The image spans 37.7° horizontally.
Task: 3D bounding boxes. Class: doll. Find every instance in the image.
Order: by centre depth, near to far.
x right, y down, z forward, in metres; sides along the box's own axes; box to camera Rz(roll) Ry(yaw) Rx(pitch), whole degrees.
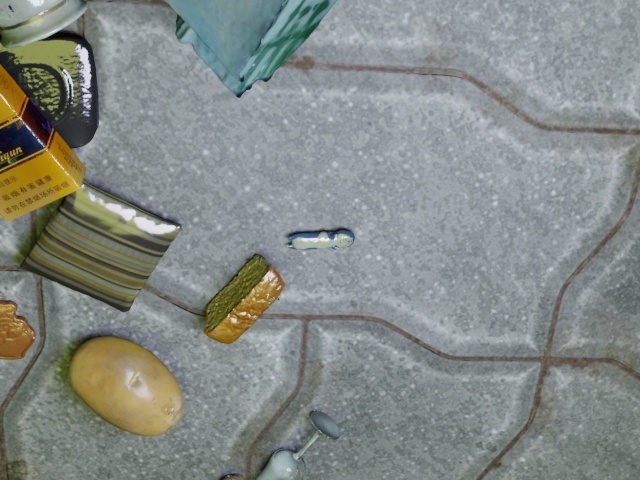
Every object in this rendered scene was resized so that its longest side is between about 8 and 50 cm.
[{"bbox_3d":[0.000,0.000,1.686,0.125,0.027,0.037,-5,126,-3],"label":"doll"}]

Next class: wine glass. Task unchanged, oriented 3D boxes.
[{"bbox_3d":[-0.048,0.436,1.889,0.079,0.079,0.195,31,110,-20],"label":"wine glass"}]

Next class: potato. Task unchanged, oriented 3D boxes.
[{"bbox_3d":[-0.358,0.272,1.742,0.234,0.146,0.150,40,78,-23],"label":"potato"}]

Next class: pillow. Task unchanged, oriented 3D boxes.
[{"bbox_3d":[-0.383,0.010,1.637,0.208,0.052,0.212,27,115,-22],"label":"pillow"}]

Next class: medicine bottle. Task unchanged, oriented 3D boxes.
[{"bbox_3d":[-0.433,-0.371,1.370,0.147,0.147,0.143,-21,120,6],"label":"medicine bottle"}]

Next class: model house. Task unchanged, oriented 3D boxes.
[{"bbox_3d":[-0.133,-0.437,1.352,0.329,0.252,0.295,41,133,0],"label":"model house"}]

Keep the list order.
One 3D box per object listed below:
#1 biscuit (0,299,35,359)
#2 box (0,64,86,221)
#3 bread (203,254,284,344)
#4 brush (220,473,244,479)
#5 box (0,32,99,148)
[{"bbox_3d":[-0.582,0.167,1.719,0.102,0.019,0.130,-15,120,3],"label":"biscuit"},{"bbox_3d":[-0.505,-0.154,1.484,0.152,0.070,0.237,-21,130,15],"label":"box"},{"bbox_3d":[-0.134,0.104,1.686,0.065,0.103,0.187,34,108,-21],"label":"bread"},{"bbox_3d":[-0.292,0.553,1.954,0.299,0.039,0.042,-25,157,10],"label":"brush"},{"bbox_3d":[-0.464,-0.233,1.501,0.212,0.042,0.201,-2,119,-5],"label":"box"}]
